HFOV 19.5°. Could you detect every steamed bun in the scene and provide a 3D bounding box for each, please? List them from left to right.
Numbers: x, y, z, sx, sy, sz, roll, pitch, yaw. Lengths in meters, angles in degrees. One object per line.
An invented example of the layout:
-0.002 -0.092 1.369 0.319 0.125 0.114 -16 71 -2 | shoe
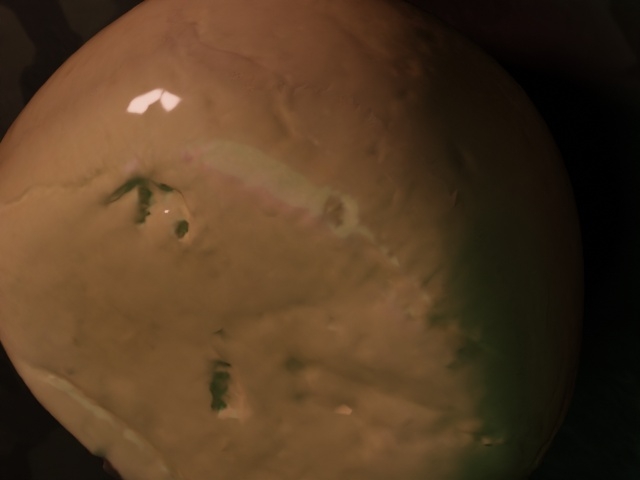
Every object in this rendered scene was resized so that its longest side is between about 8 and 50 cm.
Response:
0.000 0.000 1.032 0.312 0.233 0.334 -28 110 38 | steamed bun
